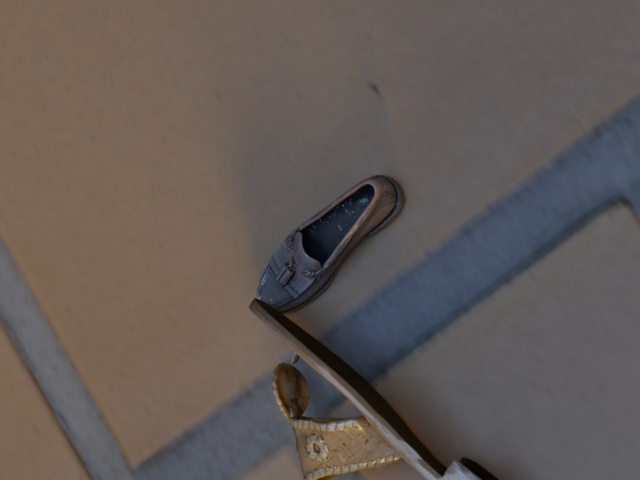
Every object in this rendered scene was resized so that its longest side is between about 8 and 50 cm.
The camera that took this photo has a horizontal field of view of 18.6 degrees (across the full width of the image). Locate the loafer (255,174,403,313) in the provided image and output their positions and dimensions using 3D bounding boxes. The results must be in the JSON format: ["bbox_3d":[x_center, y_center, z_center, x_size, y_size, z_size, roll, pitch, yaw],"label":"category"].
[{"bbox_3d":[0.000,0.000,1.309,0.125,0.039,0.045,-43,71,13],"label":"loafer"}]

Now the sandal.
[{"bbox_3d":[0.024,0.137,1.260,0.240,0.088,0.079,37,93,16],"label":"sandal"}]
